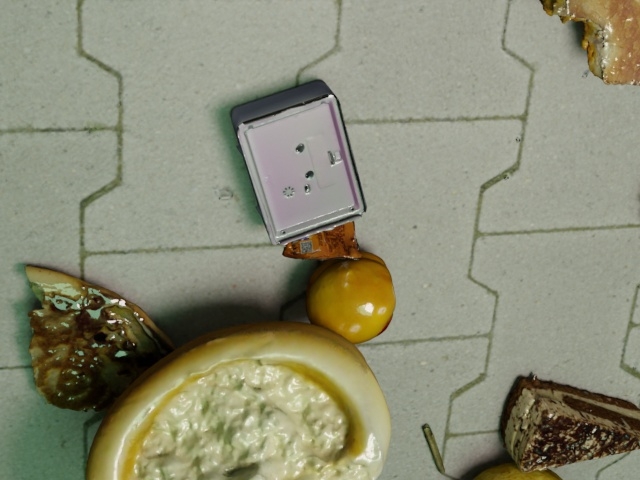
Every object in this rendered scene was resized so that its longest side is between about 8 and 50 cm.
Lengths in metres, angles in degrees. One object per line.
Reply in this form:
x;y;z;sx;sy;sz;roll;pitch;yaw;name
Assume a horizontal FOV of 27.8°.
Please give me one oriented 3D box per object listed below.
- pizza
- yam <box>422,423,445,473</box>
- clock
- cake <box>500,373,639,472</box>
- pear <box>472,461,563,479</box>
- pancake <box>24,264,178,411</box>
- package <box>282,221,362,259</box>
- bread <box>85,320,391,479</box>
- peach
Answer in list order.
0.373;-0.316;1.732;0.161;0.086;0.305;-52;123;-11;pizza
0.182;0.334;2.076;0.014;0.014;0.107;-23;121;-2;yam
-0.030;-0.102;1.744;0.145;0.073;0.193;-18;121;-5;clock
0.407;0.314;2.073;0.246;0.112;0.135;17;115;-26;cake
0.318;0.450;2.068;0.209;0.209;0.208;-7;119;-12;pear
-0.301;0.141;1.815;0.213;0.056;0.257;-3;126;-6;pancake
0.000;-0.001;1.812;0.111;0.077;0.033;-5;122;-1;package
-0.103;0.300;1.775;0.424;0.329;0.245;-32;159;-2;bread
0.042;0.083;1.828;0.138;0.138;0.138;-7;119;-12;peach
